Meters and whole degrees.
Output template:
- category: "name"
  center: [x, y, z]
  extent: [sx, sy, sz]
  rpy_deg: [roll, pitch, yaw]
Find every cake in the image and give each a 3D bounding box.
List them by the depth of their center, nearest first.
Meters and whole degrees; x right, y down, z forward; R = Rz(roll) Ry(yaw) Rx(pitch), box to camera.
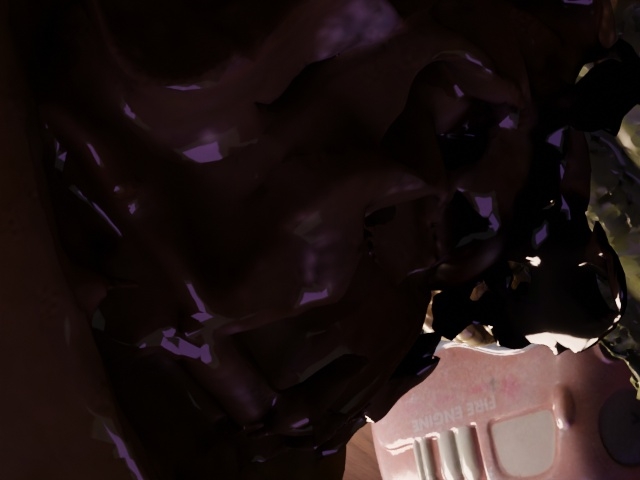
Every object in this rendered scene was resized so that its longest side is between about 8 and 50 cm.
- category: "cake"
  center: [-0.023, -0.025, 0.438]
  extent: [0.321, 0.332, 0.332]
  rpy_deg: [-16, 152, 13]

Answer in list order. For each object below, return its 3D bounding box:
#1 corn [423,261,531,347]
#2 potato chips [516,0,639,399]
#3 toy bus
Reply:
- category: "corn"
  center: [0.120, 0.030, 0.775]
  extent: [0.087, 0.087, 0.211]
  rpy_deg: [-12, 174, 19]
- category: "potato chips"
  center: [0.317, 0.005, 0.628]
  extent: [0.358, 0.070, 0.429]
  rpy_deg: [-26, 120, 35]
- category: "toy bus"
  center: [0.180, 0.166, 0.952]
  extent: [0.294, 0.232, 0.197]
  rpy_deg: [-23, 148, 38]
